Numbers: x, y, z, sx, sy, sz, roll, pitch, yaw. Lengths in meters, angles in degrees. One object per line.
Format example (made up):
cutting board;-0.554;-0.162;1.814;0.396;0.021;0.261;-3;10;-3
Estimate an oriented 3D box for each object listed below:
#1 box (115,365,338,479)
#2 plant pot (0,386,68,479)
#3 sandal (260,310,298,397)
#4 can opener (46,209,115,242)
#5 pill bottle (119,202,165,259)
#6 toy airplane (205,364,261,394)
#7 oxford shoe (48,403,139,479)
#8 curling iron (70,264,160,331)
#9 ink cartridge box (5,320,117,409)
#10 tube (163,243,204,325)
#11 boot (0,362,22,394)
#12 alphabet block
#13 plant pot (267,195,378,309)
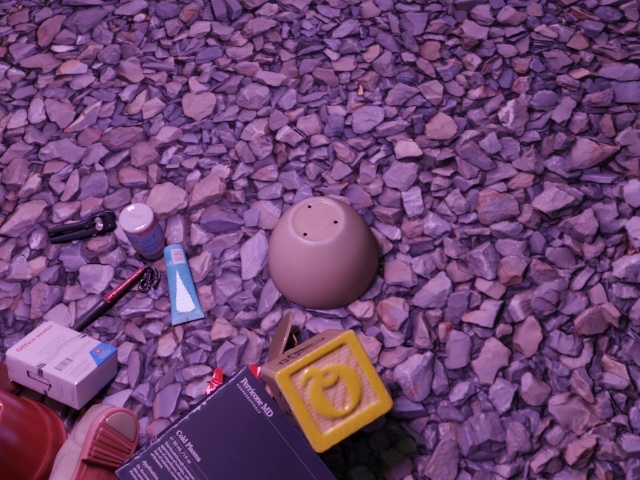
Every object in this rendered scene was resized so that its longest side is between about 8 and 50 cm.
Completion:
box;-0.170;0.482;1.446;0.313;0.179;0.343;-37;86;-16
plant pot;-0.719;0.424;1.549;0.273;0.265;0.272;-2;58;4
sandal;-0.080;0.289;1.693;0.079;0.088;0.240;28;58;-16
can opener;-0.638;-0.032;1.952;0.186;0.073;0.059;-20;98;-3
pill bottle;-0.448;-0.018;1.854;0.087;0.160;0.087;-3;59;4
toy airplane;-0.199;0.343;1.686;0.151;0.028;0.151;-2;58;4
oxford shoe;-0.525;0.541;1.563;0.147;0.140;0.396;2;59;49
curling iron;-0.521;0.152;1.831;0.274;0.035;0.068;-35;62;-16
ink cartridge box;-0.600;0.286;1.696;0.203;0.085;0.148;18;32;17
tube;-0.352;0.110;1.836;0.080;0.052;0.207;-17;64;1
boot;-0.842;0.263;1.650;0.264;0.280;0.096;15;62;15
alphabet block;0.008;0.310;1.546;0.193;0.197;0.192;-31;93;-14
plant pot;0.000;0.000;1.783;0.284;0.191;0.284;-2;58;4
